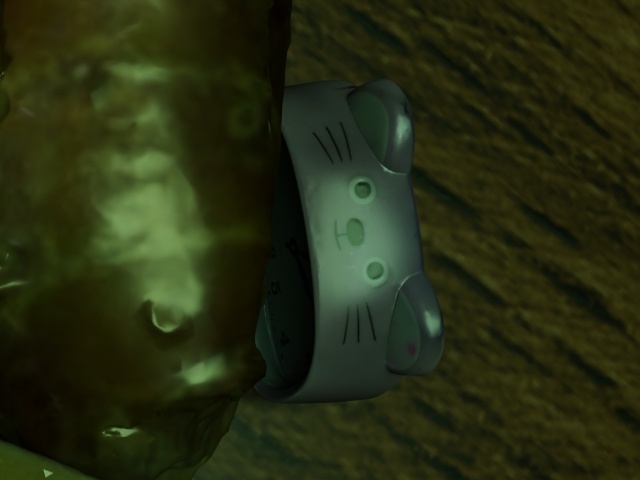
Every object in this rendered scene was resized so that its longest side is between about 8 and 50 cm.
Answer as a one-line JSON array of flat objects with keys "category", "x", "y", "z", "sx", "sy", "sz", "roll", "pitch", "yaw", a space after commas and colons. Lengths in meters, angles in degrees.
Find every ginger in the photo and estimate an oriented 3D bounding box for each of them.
[{"category": "ginger", "x": -0.122, "y": -0.104, "z": 0.567, "sx": 0.254, "sy": 0.176, "sz": 0.418, "roll": 3, "pitch": 83, "yaw": -14}]

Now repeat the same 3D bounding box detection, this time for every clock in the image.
[{"category": "clock", "x": 0.000, "y": 0.000, "z": 0.644, "sx": 0.050, "sy": 0.110, "sz": 0.153, "roll": -7, "pitch": 87, "yaw": -29}]

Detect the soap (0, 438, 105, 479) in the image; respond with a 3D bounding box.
[{"category": "soap", "x": -0.129, "y": 0.224, "z": 0.483, "sx": 0.335, "sy": 0.156, "sz": 0.293, "roll": 24, "pitch": 102, "yaw": -20}]
